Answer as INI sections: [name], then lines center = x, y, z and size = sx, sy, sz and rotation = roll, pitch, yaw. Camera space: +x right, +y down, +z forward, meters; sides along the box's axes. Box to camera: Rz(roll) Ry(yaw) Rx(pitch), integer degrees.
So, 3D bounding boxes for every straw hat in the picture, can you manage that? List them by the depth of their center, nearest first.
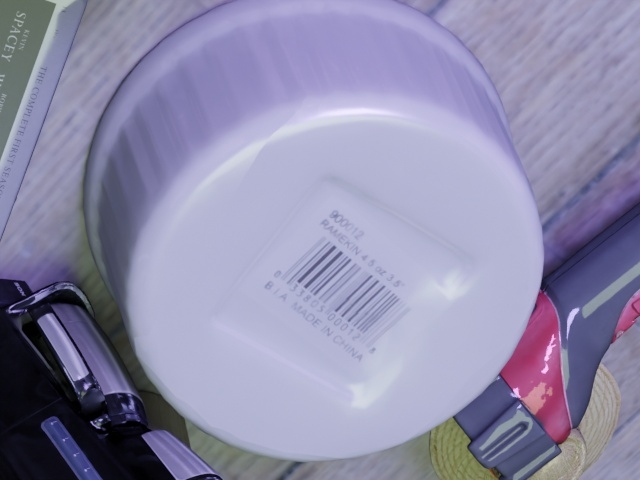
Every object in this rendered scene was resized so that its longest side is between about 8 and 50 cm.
[straw hat]
center = 0.152, 0.148, 1.168
size = 0.144, 0.061, 0.145
rotation = -6, 120, -10

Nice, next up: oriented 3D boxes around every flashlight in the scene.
[flashlight]
center = 0.210, 0.033, 1.090
size = 0.304, 0.103, 0.103
rotation = -37, 163, 3

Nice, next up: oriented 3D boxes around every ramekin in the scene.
[ramekin]
center = 0.000, 0.000, 1.008
size = 0.277, 0.135, 0.277
rotation = -5, 120, -9

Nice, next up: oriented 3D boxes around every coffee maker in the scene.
[coffee maker]
center = -0.165, 0.141, 0.997
size = 0.171, 0.178, 0.120
rotation = -41, 148, 0

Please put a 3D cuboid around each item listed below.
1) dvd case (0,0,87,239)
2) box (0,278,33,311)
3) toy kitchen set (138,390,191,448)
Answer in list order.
[dvd case]
center = -0.272, -0.096, 0.937
size = 0.238, 0.029, 0.179
rotation = 18, 107, -17
[box]
center = -0.261, 0.067, 1.005
size = 0.162, 0.029, 0.116
rotation = 7, 126, -50
[toy kitchen set]
center = -0.159, 0.222, 1.105
size = 0.207, 0.122, 0.166
rotation = -24, 121, 2
